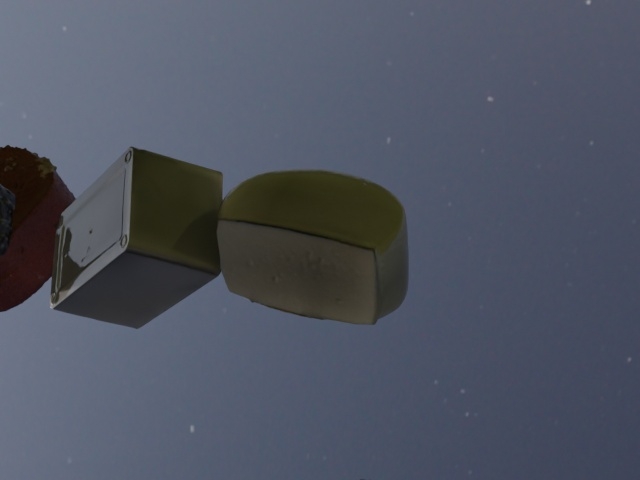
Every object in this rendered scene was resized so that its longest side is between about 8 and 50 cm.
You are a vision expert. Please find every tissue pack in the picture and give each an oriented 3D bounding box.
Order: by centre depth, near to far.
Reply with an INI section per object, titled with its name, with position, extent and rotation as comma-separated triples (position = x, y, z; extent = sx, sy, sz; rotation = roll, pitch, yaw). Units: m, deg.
[tissue pack]
position = -0.254, 0.002, 1.240
extent = 0.136, 0.246, 0.159
rotation = 17, -122, -35

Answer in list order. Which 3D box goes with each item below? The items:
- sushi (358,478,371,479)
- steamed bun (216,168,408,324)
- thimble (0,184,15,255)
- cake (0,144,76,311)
[sushi]
position = 0.047, 0.244, 0.839
extent = 0.046, 0.044, 0.083
rotation = 8, -166, 24
[steamed bun]
position = 0.000, 0.000, 1.158
extent = 0.241, 0.146, 0.164
rotation = 11, -146, 19
[thimble]
position = -0.320, -0.023, 0.772
extent = 0.104, 0.095, 0.066
rotation = 18, -116, -35
[cake]
position = -0.518, -0.017, 1.486
extent = 0.177, 0.151, 0.283
rotation = 12, -125, 30
